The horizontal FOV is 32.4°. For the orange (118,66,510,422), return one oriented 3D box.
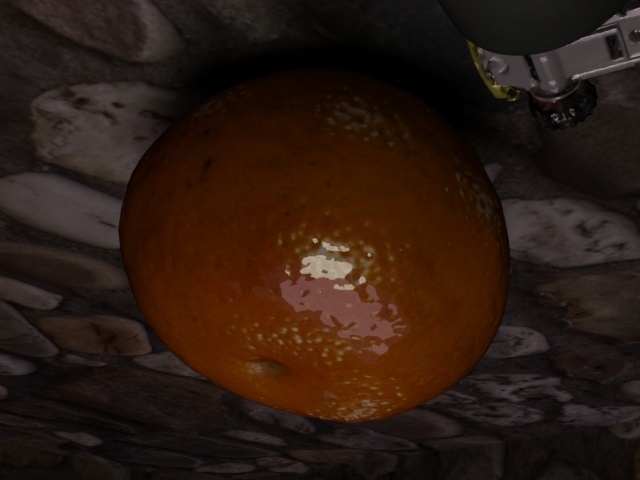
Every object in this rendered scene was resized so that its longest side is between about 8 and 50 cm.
[{"bbox_3d":[0.000,0.000,1.177,0.423,0.326,0.424,16,148,10],"label":"orange"}]

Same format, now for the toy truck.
[{"bbox_3d":[0.270,-0.193,0.960,0.285,0.111,0.136,-11,138,23],"label":"toy truck"}]

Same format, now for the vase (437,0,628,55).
[{"bbox_3d":[0.089,-0.276,0.732,0.173,0.173,0.321,-13,147,34],"label":"vase"}]
